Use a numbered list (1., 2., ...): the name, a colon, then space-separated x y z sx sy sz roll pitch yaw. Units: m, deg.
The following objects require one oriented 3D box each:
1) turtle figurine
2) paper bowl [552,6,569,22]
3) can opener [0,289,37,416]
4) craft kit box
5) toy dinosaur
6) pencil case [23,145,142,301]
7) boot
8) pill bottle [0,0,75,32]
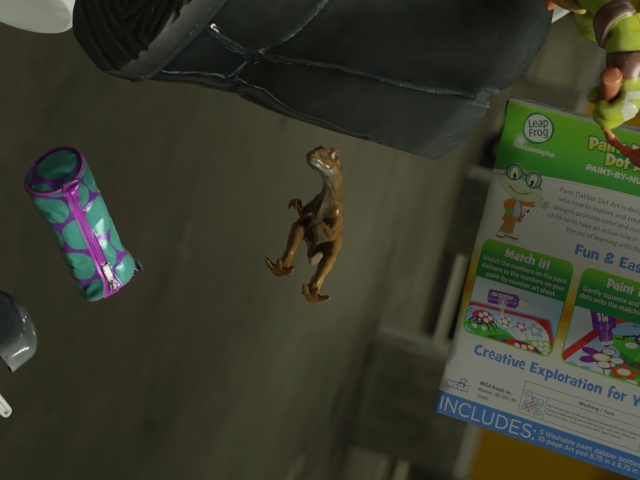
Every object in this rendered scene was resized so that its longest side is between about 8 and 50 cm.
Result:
1. turtle figurine: 0.121 -0.154 0.971 0.087 0.217 0.269 -40 -135 20
2. paper bowl: 0.143 -0.284 1.978 0.284 0.284 0.148 27 42 -83
3. can opener: -0.312 0.071 1.609 0.095 0.076 0.283 -39 -152 -8
4. craft kit box: 0.228 0.043 1.334 0.061 0.250 0.246 -15 120 -64
5. toy dinosaur: 0.000 0.000 1.591 0.211 0.064 0.112 103 13 -60
6. pencil case: -0.223 -0.014 1.707 0.064 0.070 0.151 -32 132 -12
7. boot: 0.066 -0.230 1.534 0.445 0.367 0.146 12 50 -48
8. pill bottle: -0.327 -0.475 2.289 0.224 0.224 0.392 85 23 -71
